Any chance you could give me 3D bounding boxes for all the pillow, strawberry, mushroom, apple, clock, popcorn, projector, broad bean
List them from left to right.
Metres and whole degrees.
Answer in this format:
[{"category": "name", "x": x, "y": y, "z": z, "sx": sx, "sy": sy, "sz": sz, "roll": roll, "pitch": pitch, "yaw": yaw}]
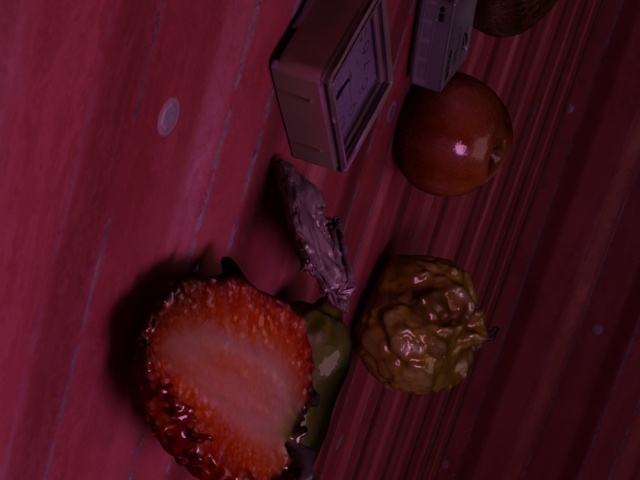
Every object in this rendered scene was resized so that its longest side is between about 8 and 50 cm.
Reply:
[{"category": "strawberry", "x": -0.120, "y": 0.134, "z": 1.046, "sx": 0.306, "sy": 0.138, "sz": 0.233, "roll": 48, "pitch": 41, "yaw": -43}, {"category": "broad bean", "x": -0.040, "y": 0.211, "z": 1.335, "sx": 0.238, "sy": 0.119, "sz": 0.291, "roll": -49, "pitch": 158, "yaw": -68}, {"category": "pillow", "x": 0.000, "y": 0.000, "z": 1.221, "sx": 0.248, "sy": 0.049, "sz": 0.135, "roll": 51, "pitch": 25, "yaw": -67}, {"category": "clock", "x": 0.018, "y": -0.182, "z": 1.131, "sx": 0.147, "sy": 0.071, "sz": 0.192, "roll": -62, "pitch": 162, "yaw": -22}, {"category": "popcorn", "x": 0.178, "y": 0.148, "z": 1.742, "sx": 0.249, "sy": 0.225, "sz": 0.249, "roll": -49, "pitch": 154, "yaw": -35}, {"category": "projector", "x": 0.179, "y": -0.310, "z": 1.482, "sx": 0.115, "sy": 0.061, "sz": 0.147, "roll": -50, "pitch": 154, "yaw": -44}, {"category": "apple", "x": 0.213, "y": -0.163, "z": 1.585, "sx": 0.201, "sy": 0.162, "sz": 0.201, "roll": -58, "pitch": 162, "yaw": -32}, {"category": "mushroom", "x": 0.299, "y": -0.439, "z": 1.554, "sx": 0.253, "sy": 0.153, "sz": 0.253, "roll": -39, "pitch": 136, "yaw": -51}]
